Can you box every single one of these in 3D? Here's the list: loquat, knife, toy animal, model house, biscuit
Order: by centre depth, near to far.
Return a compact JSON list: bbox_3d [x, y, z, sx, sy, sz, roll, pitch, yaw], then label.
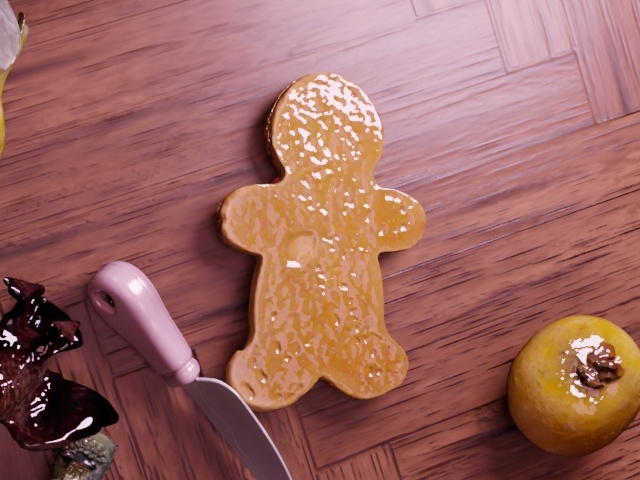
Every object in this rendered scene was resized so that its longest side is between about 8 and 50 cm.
[{"bbox_3d":[-0.301,0.128,1.276,0.218,0.116,0.179,45,76,-6],"label":"toy animal"},{"bbox_3d":[-0.242,0.220,1.324,0.066,0.079,0.083,30,86,-12],"label":"model house"},{"bbox_3d":[-0.106,0.153,1.359,0.336,0.081,0.043,50,51,-13],"label":"knife"},{"bbox_3d":[0.000,0.000,1.396,0.216,0.047,0.339,-3,91,-17],"label":"biscuit"},{"bbox_3d":[0.266,0.151,1.422,0.163,0.163,0.137,-23,67,-13],"label":"loquat"}]

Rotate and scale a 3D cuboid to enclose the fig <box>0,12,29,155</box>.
[{"bbox_3d":[-0.343,-0.117,1.268,0.159,0.159,0.257,37,61,-13],"label":"fig"}]

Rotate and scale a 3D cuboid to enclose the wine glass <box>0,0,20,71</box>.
[{"bbox_3d":[-0.248,-0.310,1.154,0.323,0.238,0.238,-40,104,25],"label":"wine glass"}]
